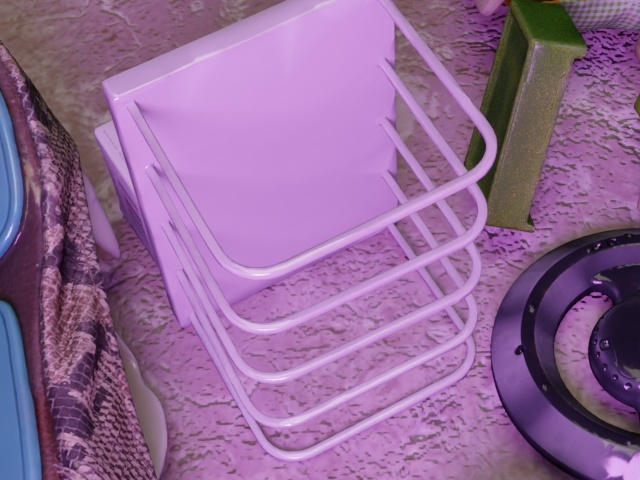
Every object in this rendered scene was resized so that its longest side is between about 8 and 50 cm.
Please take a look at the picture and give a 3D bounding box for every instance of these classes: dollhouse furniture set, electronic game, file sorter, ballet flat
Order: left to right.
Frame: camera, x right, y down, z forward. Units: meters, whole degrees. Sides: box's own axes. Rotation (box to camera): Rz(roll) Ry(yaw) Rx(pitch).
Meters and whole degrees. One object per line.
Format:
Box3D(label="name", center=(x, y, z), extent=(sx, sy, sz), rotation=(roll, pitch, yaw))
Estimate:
Box3D(label="ballet flat", center=(-0.202, 0.054, 0.912), extent=(0.164, 0.182, 0.483), rotation=(-36, 54, 22))
Box3D(label="file sorter", center=(0.000, 0.000, 0.864), extent=(0.193, 0.278, 0.173), rotation=(-25, 59, -12))
Box3D(label="dollhouse furniture set", center=(0.220, -0.140, 1.069), extent=(0.197, 0.151, 0.301), rotation=(6, 31, -8))
Box3D(label="electronic game", center=(0.235, 0.081, 0.914), extent=(0.229, 0.048, 0.229), rotation=(-3, 50, 4))

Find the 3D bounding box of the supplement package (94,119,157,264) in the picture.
Box3D(label="supplement package", center=(-0.068, -0.063, 1.018), extent=(0.179, 0.105, 0.105), rotation=(-28, 56, -14))
